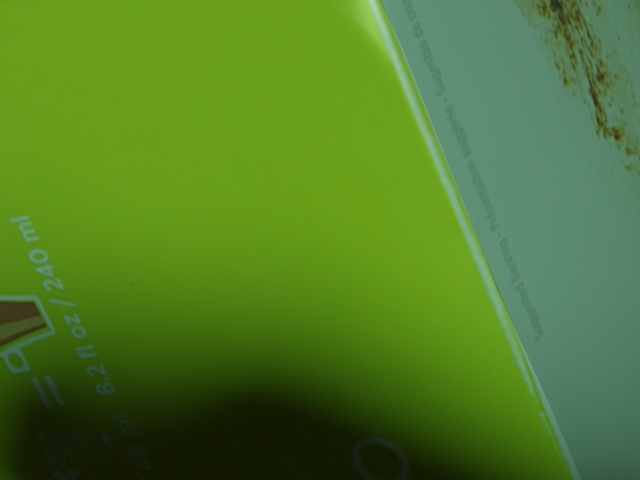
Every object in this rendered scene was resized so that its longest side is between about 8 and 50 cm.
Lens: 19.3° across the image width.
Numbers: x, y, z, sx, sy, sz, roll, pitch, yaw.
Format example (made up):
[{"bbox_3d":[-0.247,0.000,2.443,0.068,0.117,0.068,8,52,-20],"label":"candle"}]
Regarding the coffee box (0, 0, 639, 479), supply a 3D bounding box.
[{"bbox_3d":[0.000,0.000,0.648,0.338,0.337,0.334,-10,23,35],"label":"coffee box"}]
